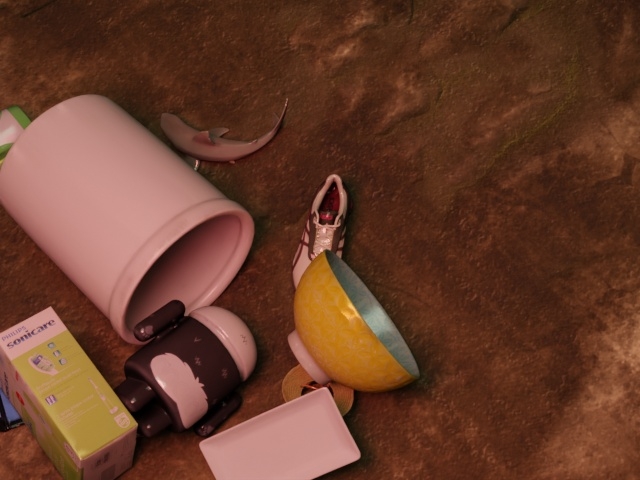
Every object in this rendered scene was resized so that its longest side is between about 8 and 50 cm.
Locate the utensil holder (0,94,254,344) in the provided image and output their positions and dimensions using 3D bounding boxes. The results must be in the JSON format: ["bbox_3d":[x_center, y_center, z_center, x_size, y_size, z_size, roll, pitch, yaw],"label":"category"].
[{"bbox_3d":[-0.373,-0.049,1.962,0.327,0.327,0.385,-43,70,-15],"label":"utensil holder"}]

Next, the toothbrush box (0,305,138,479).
[{"bbox_3d":[-0.460,0.295,1.862,0.122,0.206,0.283,-29,69,-29],"label":"toothbrush box"}]

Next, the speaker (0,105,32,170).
[{"bbox_3d":[-0.716,-0.151,2.129,0.297,0.131,0.131,-38,70,-13],"label":"speaker"}]

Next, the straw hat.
[{"bbox_3d":[-0.008,0.297,1.930,0.145,0.061,0.144,8,44,-8],"label":"straw hat"}]

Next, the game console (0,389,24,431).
[{"bbox_3d":[-0.604,0.294,1.961,0.071,0.107,0.122,-33,65,19],"label":"game console"}]

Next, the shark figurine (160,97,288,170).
[{"bbox_3d":[-0.201,-0.212,2.140,0.278,0.116,0.166,-3,68,4],"label":"shark figurine"}]

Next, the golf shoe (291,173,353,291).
[{"bbox_3d":[0.000,0.000,2.032,0.105,0.120,0.272,7,68,4],"label":"golf shoe"}]

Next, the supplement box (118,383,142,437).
[{"bbox_3d":[-0.347,0.320,1.952,0.062,0.036,0.098,-4,66,0],"label":"supplement box"}]

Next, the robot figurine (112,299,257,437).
[{"bbox_3d":[-0.247,0.239,1.896,0.174,0.209,0.278,37,59,27],"label":"robot figurine"}]

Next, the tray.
[{"bbox_3d":[-0.072,0.374,1.860,0.270,0.030,0.145,-26,90,15],"label":"tray"}]

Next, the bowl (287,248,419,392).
[{"bbox_3d":[0.035,0.175,1.886,0.156,0.289,0.289,-37,68,8],"label":"bowl"}]
